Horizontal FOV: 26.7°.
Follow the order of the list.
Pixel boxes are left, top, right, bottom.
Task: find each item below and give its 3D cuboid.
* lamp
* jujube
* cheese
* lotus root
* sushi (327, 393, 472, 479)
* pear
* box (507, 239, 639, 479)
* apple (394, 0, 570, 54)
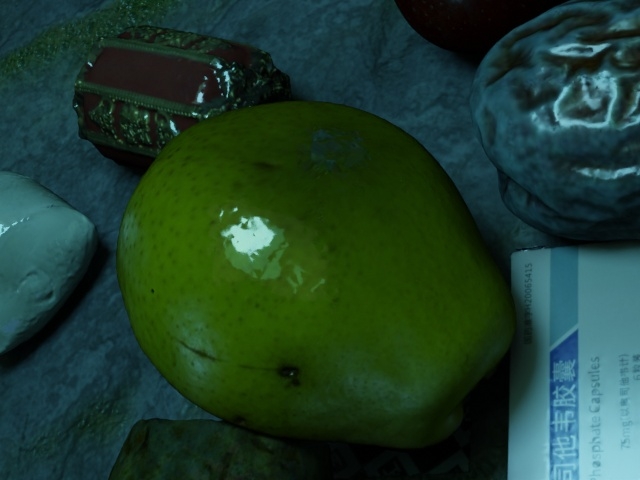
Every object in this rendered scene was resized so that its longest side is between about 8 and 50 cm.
[{"bbox_3d":[-0.158,-0.155,1.547,0.274,0.177,0.177,15,73,35],"label":"lamp"},{"bbox_3d":[0.299,-0.123,1.240,0.308,0.215,0.246,-14,28,15],"label":"jujube"},{"bbox_3d":[-0.376,0.012,1.577,0.198,0.154,0.189,-49,49,-3],"label":"cheese"},{"bbox_3d":[-0.097,0.345,1.214,0.250,0.250,0.346,-10,63,22],"label":"lotus root"},{"bbox_3d":[0.038,0.129,1.367,0.231,0.047,0.219,-8,62,24],"label":"sushi"},{"bbox_3d":[0.000,0.000,1.231,0.386,0.191,0.340,26,46,16],"label":"pear"},{"bbox_3d":[0.270,0.163,1.219,0.200,0.065,0.343,-7,62,24],"label":"box"},{"bbox_3d":[0.176,-0.302,1.425,0.218,0.201,0.218,-10,63,20],"label":"apple"}]
